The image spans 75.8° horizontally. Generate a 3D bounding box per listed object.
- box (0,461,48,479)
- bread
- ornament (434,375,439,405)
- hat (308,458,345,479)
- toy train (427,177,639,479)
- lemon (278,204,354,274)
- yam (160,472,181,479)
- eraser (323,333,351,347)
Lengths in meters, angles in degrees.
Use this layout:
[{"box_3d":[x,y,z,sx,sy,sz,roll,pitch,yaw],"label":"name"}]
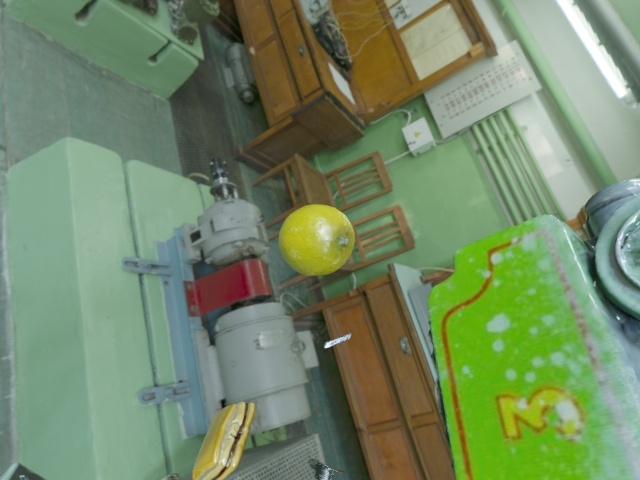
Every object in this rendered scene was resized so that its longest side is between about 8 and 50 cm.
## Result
[{"box_3d":[-0.354,0.434,0.583,0.270,0.211,0.045,44,69,-12],"label":"box"},{"box_3d":[-0.232,0.479,0.996,0.077,0.116,0.200,38,24,-11],"label":"bread"},{"box_3d":[0.460,0.433,1.150,0.259,0.259,0.225,36,16,-46],"label":"ornament"},{"box_3d":[0.015,0.719,1.268,0.121,0.121,0.050,46,46,-34],"label":"hat"},{"box_3d":[0.217,0.115,0.285,0.174,0.249,0.306,31,45,-38],"label":"toy train"},{"box_3d":[0.000,0.000,1.329,0.241,0.219,0.240,-3,95,-40],"label":"lemon"},{"box_3d":[-0.290,0.635,0.883,0.061,0.061,0.274,32,10,-50],"label":"yam"},{"box_3d":[0.057,0.335,1.371,0.027,0.100,0.019,146,-74,-78],"label":"eraser"}]
